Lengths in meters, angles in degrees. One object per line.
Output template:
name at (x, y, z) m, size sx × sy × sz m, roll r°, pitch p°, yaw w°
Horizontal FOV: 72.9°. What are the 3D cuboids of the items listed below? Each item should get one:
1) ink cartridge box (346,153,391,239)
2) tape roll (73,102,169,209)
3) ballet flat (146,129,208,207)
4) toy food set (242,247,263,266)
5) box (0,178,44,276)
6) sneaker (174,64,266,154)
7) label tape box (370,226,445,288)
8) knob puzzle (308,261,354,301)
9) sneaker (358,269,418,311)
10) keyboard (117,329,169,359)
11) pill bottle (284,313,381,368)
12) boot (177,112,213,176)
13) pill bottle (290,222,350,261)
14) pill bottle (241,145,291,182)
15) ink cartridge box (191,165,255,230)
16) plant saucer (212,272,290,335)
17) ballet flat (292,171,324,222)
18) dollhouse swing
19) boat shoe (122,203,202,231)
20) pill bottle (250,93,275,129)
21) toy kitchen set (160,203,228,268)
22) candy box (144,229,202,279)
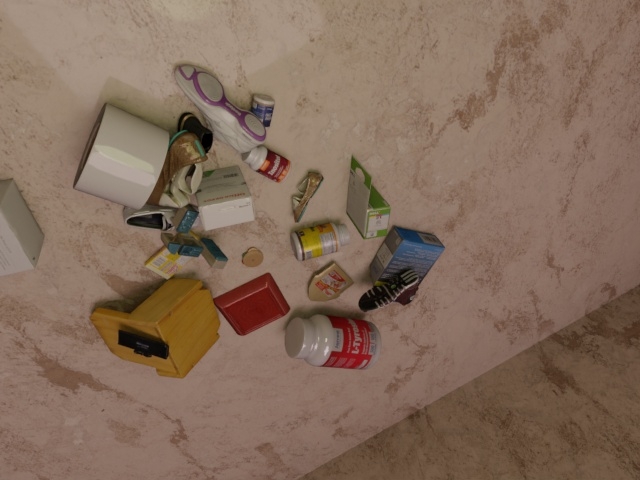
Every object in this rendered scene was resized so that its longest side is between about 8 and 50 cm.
ink cartridge box at (0.176, -0.161, 1.564) m, size 0.097 × 0.189 × 0.255 m, roll -9°, pitch 128°, yaw -16°
tape roll at (-0.539, -0.223, 1.176) m, size 0.169 × 0.246 × 0.246 m, roll 20°, pitch 115°, yaw -33°
ballet flat at (-0.419, -0.173, 1.267) m, size 0.124 × 0.116 × 0.342 m, roll 48°, pitch 130°, yaw -2°
toy food set at (-0.261, 0.070, 1.665) m, size 0.082 × 0.020 × 0.083 m, roll -42°, pitch 130°, yaw 11°
box at (-1.002, -0.008, 1.192) m, size 0.345 × 0.168 × 0.215 m, roll -13°, pitch 129°, yaw -13°
sneaker at (-0.307, -0.363, 1.252) m, size 0.305 × 0.114 × 0.152 m, roll 42°, pitch 138°, yaw -23°
label tape box at (0.353, 0.115, 1.904) m, size 0.240 × 0.106 × 0.334 m, roll 10°, pitch 123°, yaw -29°
knob puzzle at (0.026, 0.192, 1.874) m, size 0.213 × 0.030 × 0.213 m, roll -12°, pitch 129°, yaw -15°
sneaker at (0.308, 0.253, 1.860) m, size 0.281 × 0.106 × 0.162 m, roll -29°, pitch 136°, yaw 1°
keyboard at (-0.621, 0.370, 1.519) m, size 0.180 × 0.023 × 0.108 m, roll 19°, pitch 126°, yaw -2°
pill bottle at (0.056, 0.456, 1.956) m, size 0.407 × 0.229 × 0.229 m, roll 14°, pitch 119°, yaw -31°
boot at (-0.372, -0.259, 1.281) m, size 0.077 × 0.137 × 0.198 m, roll -20°, pitch 135°, yaw -36°
pill bottle at (0.000, 0.000, 1.659) m, size 0.215 × 0.117 × 0.117 m, roll -14°, pitch 129°, yaw -13°
pill bottle at (-0.176, -0.254, 1.412) m, size 0.152 × 0.086 × 0.086 m, roll 23°, pitch 114°, yaw -35°
ink cartridge box at (-0.307, -0.137, 1.356) m, size 0.160 × 0.219 × 0.093 m, roll -13°, pitch 129°, yaw -13°
plant saucer at (-0.276, 0.283, 1.804) m, size 0.259 × 0.048 × 0.258 m, roll -25°, pitch 131°, yaw -3°
ballet flat at (-0.061, -0.160, 1.558) m, size 0.067 × 0.073 × 0.206 m, roll 28°, pitch 111°, yaw -7°
dollhouse swing at (-0.620, 0.309, 1.659) m, size 0.315 × 0.305 × 0.347 m, roll -49°, pitch 148°, yaw -38°
boat shoe at (-0.506, -0.064, 1.416) m, size 0.258 × 0.084 × 0.095 m, roll -1°, pitch 125°, yaw -22°
pill bottle at (-0.183, -0.379, 1.326) m, size 0.067 × 0.067 × 0.120 m, roll 2°, pitch 124°, yaw -25°
toy kitchen set at (-0.386, -0.013, 1.414) m, size 0.207 × 0.122 × 0.166 m, roll 12°, pitch 117°, yaw -54°
candy box at (-0.511, 0.048, 1.537) m, size 0.206 × 0.027 × 0.105 m, roll -39°, pitch 135°, yaw 8°
